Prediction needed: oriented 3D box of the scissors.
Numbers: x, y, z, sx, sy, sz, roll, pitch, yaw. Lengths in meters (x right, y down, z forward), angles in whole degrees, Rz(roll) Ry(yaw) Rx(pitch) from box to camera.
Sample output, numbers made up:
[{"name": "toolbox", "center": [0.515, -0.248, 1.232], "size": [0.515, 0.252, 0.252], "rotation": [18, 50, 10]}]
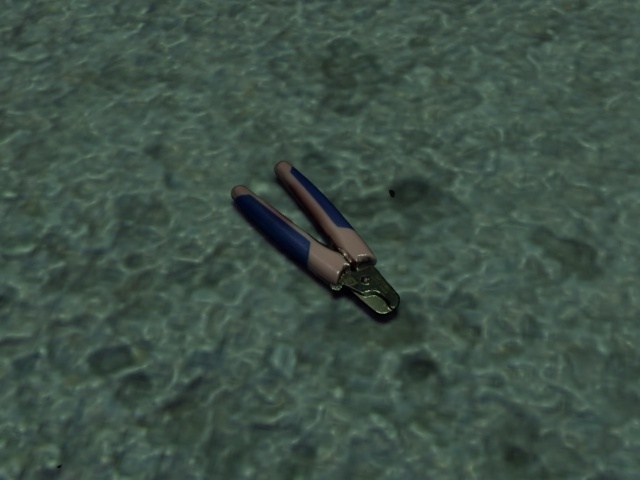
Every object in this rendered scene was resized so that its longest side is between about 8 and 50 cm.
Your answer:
[{"name": "scissors", "center": [0.000, 0.000, 0.587], "size": [0.039, 0.012, 0.113], "rotation": [-30, 55, -22]}]
